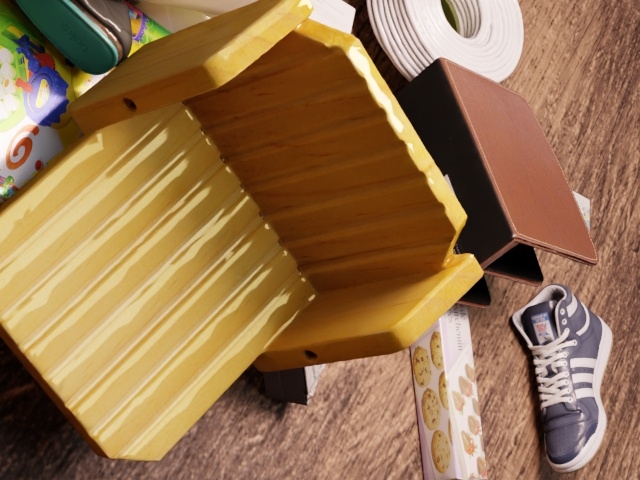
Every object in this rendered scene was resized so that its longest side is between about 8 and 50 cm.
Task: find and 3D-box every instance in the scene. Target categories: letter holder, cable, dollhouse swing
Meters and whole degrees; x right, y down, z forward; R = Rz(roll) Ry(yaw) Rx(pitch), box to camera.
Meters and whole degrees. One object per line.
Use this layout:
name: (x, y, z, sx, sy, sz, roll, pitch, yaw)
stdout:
letter holder: (0.227, -0.068, 1.917, 0.214, 0.152, 0.302, 14, 47, -43)
cable: (0.182, -0.326, 2.014, 0.257, 0.089, 0.257, -39, 103, -44)
dollhouse swing: (-0.094, 0.014, 1.310, 0.347, 0.315, 0.305, 57, 46, -22)

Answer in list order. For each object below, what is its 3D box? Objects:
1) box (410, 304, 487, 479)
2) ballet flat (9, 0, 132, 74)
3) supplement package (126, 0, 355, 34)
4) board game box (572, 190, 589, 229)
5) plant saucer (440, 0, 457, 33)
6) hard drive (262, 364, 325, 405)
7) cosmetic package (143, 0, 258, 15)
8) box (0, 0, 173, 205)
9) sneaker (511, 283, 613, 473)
box: (0.166, 0.168, 1.896, 0.063, 0.067, 0.324, 9, 71, -42)
ballet flat: (-0.288, -0.278, 1.357, 0.280, 0.095, 0.096, 47, 39, -33)
supplement package: (-0.129, -0.252, 1.660, 0.262, 0.204, 0.145, 31, 58, -33)
board game box: (0.365, -0.040, 2.187, 0.154, 0.026, 0.103, 23, 60, -37)
plant saucer: (0.179, -0.300, 2.093, 0.241, 0.037, 0.241, 17, 63, -38)
hard drive: (0.000, 0.000, 1.697, 0.237, 0.064, 0.339, 85, 20, -55)
cosmetic package: (-0.133, -0.329, 1.348, 0.365, 0.197, 0.155, -5, 78, -59)
box: (-0.313, -0.129, 1.458, 0.279, 0.177, 0.290, 33, 55, -31)
sneaker: (0.345, 0.191, 2.033, 0.153, 0.099, 0.282, 46, 42, -29)
